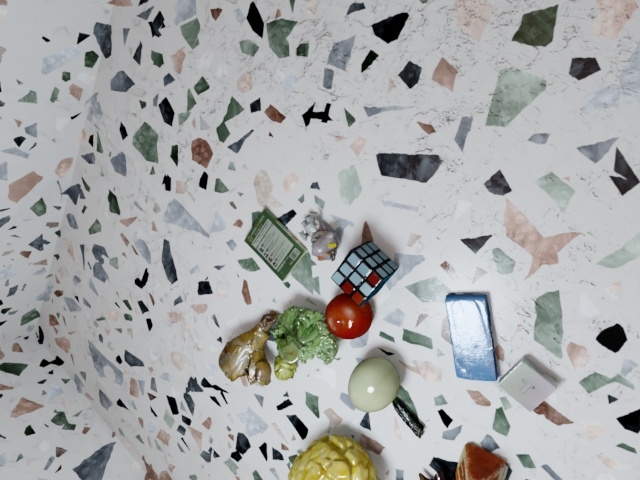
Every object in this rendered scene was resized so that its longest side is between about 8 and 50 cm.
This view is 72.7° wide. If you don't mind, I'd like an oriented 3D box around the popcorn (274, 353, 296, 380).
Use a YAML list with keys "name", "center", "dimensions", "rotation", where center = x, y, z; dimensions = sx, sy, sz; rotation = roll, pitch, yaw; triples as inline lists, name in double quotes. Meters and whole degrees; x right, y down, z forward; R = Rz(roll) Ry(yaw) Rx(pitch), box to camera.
- name: "popcorn"
  center: [-0.160, 0.574, 1.980]
  dimensions: [0.107, 0.120, 0.116]
  rotation: [-6, 143, 2]

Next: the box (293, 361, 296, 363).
- name: "box"
  center: [-0.128, 0.510, 1.966]
  dimensions: [0.083, 0.053, 0.024]
  rotation: [49, 122, 13]

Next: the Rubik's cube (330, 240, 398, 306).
- name: "Rubik's cube"
  center: [0.164, 0.119, 1.622]
  dimensions: [0.163, 0.161, 0.162]
  rotation: [45, 122, 14]

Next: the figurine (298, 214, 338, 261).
- name: "figurine"
  center: [0.000, 0.000, 1.728]
  dimensions: [0.137, 0.112, 0.228]
  rotation: [-45, 65, 23]

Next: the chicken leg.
- name: "chicken leg"
  center: [-0.292, 0.514, 2.003]
  dimensions: [0.409, 0.182, 0.295]
  rotation: [-51, 56, 13]

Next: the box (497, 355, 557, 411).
- name: "box"
  center: [0.693, 0.480, 1.460]
  dimensions: [0.130, 0.051, 0.129]
  rotation: [39, 119, 17]

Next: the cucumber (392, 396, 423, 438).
- name: "cucumber"
  center: [0.347, 0.706, 1.734]
  dimensions: [0.181, 0.053, 0.053]
  rotation: [48, 122, 15]

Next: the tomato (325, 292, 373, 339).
- name: "tomato"
  center: [0.109, 0.299, 1.718]
  dimensions: [0.195, 0.136, 0.194]
  rotation: [8, 106, 30]

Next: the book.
- name: "book"
  center: [-0.200, 0.021, 1.899]
  dimensions: [0.264, 0.027, 0.202]
  rotation: [45, 122, 13]

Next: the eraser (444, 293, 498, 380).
- name: "eraser"
  center: [0.530, 0.342, 1.528]
  dimensions: [0.144, 0.043, 0.311]
  rotation: [-5, 100, 32]

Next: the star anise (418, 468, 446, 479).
- name: "star anise"
  center: [0.482, 1.021, 1.700]
  dimensions: [0.272, 0.103, 0.271]
  rotation: [9, 109, 27]

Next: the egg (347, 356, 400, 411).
- name: "egg"
  center: [0.202, 0.567, 1.699]
  dimensions: [0.189, 0.189, 0.253]
  rotation: [40, 123, 17]

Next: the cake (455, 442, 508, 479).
- name: "cake"
  center: [0.524, 0.852, 1.553]
  dimensions: [0.160, 0.262, 0.158]
  rotation: [25, 111, 45]

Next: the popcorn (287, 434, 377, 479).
- name: "popcorn"
  center: [0.065, 1.007, 1.831]
  dimensions: [0.390, 0.344, 0.353]
  rotation: [4, 63, 53]

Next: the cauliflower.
- name: "cauliflower"
  center: [-0.082, 0.407, 1.794]
  dimensions: [0.275, 0.250, 0.272]
  rotation: [-27, 90, 33]
